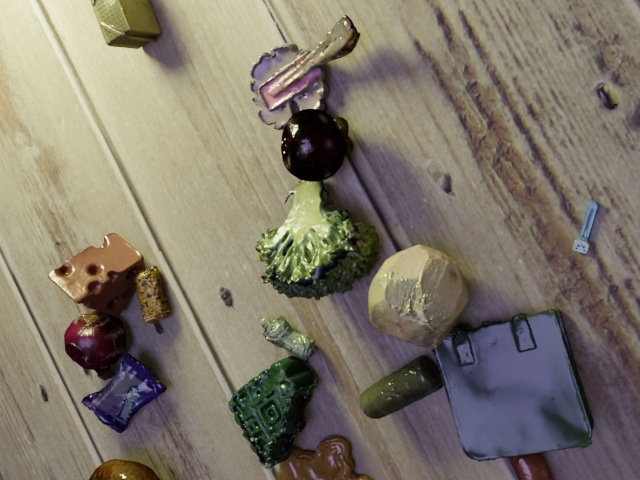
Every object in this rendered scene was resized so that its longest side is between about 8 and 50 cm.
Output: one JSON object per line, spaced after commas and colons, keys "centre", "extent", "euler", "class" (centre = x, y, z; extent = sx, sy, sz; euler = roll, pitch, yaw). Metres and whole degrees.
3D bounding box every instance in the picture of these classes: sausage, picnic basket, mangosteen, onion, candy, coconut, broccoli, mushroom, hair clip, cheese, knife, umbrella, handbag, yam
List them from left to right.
{"centre": [-0.599, 0.292, 1.726], "extent": [0.173, 0.135, 0.198], "euler": [3, 104, 32], "class": "onion"}
{"centre": [-0.544, 0.074, 1.647], "extent": [0.128, 0.203, 0.177], "euler": [36, 84, 20], "class": "cheese"}
{"centre": [-0.529, 0.717, 1.740], "extent": [0.263, 0.195, 0.283], "euler": [44, 101, 23], "class": "mushroom"}
{"centre": [-0.525, 0.410, 1.739], "extent": [0.145, 0.070, 0.275], "euler": [42, 119, -6], "class": "candy"}
{"centre": [-0.446, -0.523, 1.482], "extent": [0.080, 0.115, 0.164], "euler": [-20, 91, 28], "class": "picnic basket"}
{"centre": [-0.076, 0.216, 1.463], "extent": [0.144, 0.062, 0.067], "euler": [34, 110, 15], "class": "umbrella"}
{"centre": [-0.023, -0.344, 1.310], "extent": [0.300, 0.069, 0.172], "euler": [-28, 85, 41], "class": "hair clip"}
{"centre": [-0.005, -0.189, 1.298], "extent": [0.153, 0.152, 0.152], "euler": [6, 103, 28], "class": "mangosteen"}
{"centre": [0.006, 0.016, 1.351], "extent": [0.243, 0.272, 0.180], "euler": [-18, 136, 22], "class": "broccoli"}
{"centre": [0.165, 0.305, 1.339], "extent": [0.179, 0.078, 0.078], "euler": [-39, 81, 30], "class": "yam"}
{"centre": [0.184, 0.101, 1.226], "extent": [0.195, 0.194, 0.194], "euler": [6, 103, 28], "class": "coconut"}
{"centre": [0.355, 0.266, 1.215], "extent": [0.248, 0.079, 0.259], "euler": [-19, 84, 29], "class": "handbag"}
{"centre": [0.412, 0.470, 1.247], "extent": [0.065, 0.065, 0.169], "euler": [-17, 91, 31], "class": "sausage"}
{"centre": [0.466, -0.023, 1.141], "extent": [0.027, 0.010, 0.096], "euler": [18, 108, 25], "class": "knife"}

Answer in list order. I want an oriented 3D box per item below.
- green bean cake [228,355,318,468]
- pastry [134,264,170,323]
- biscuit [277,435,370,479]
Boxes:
{"centre": [-0.088, 0.380, 1.467], "extent": [0.208, 0.107, 0.193], "euler": [-41, 69, 25], "class": "green bean cake"}
{"centre": [-0.426, 0.138, 1.643], "extent": [0.080, 0.056, 0.140], "euler": [-18, 89, 19], "class": "pastry"}
{"centre": [0.007, 0.621, 1.509], "extent": [0.270, 0.051, 0.375], "euler": [17, 108, 24], "class": "biscuit"}
